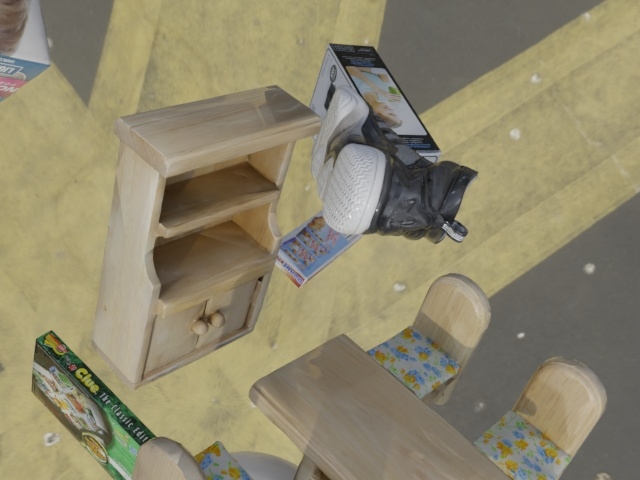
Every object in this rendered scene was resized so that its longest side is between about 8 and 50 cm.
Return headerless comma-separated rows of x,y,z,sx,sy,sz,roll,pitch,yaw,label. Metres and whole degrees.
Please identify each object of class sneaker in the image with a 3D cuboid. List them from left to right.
0.077,-0.075,0.874,0.153,0.269,0.101,16,119,-14,sneaker

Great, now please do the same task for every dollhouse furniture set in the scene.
0.005,0.089,0.656,0.394,0.256,0.362,39,40,27,dollhouse furniture set

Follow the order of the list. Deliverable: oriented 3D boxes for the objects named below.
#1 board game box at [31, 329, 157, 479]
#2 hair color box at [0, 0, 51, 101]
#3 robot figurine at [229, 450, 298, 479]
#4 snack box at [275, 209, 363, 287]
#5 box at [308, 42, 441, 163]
-0.269,0.239,1.021,0.259,0.136,0.030,41,46,14,board game box
-0.297,-0.263,0.512,0.105,0.174,0.347,-20,79,34,hair color box
-0.090,0.328,0.732,0.173,0.209,0.278,21,51,6,robot figurine
0.000,0.000,1.083,0.064,0.022,0.178,46,37,5,snack box
0.074,-0.166,1.296,0.087,0.169,0.290,-1,44,-23,box
